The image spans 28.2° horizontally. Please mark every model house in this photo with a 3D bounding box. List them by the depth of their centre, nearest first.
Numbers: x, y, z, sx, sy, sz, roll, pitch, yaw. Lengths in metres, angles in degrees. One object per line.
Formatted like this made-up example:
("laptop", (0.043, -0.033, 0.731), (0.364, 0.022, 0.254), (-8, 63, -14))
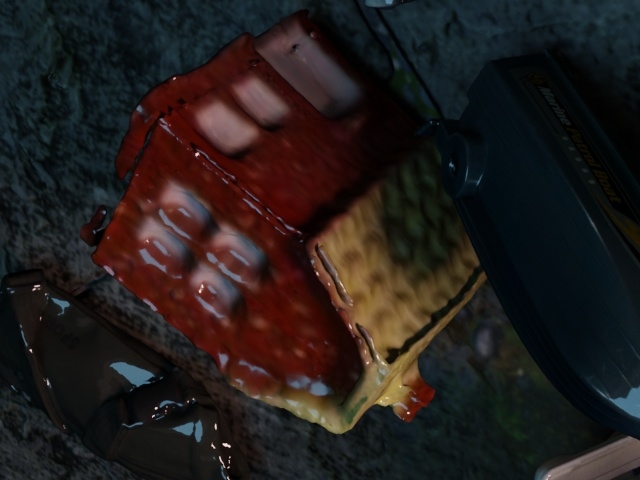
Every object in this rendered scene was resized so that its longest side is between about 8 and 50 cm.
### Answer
("model house", (0.000, 0.000, 0.863), (0.254, 0.196, 0.160), (44, 131, 7))

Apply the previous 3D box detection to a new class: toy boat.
("toy boat", (0.161, 0.011, 0.736), (0.296, 0.122, 0.114), (-113, 30, -45))

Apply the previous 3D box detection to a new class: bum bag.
("bum bag", (-0.198, 0.132, 1.148), (0.326, 0.079, 0.142), (29, 130, 20))

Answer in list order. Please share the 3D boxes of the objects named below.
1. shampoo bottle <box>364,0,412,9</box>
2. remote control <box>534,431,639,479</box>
("shampoo bottle", (0.017, -0.295, 0.777), (0.098, 0.071, 0.310), (2, 114, 34))
("remote control", (0.209, 0.277, 0.927), (0.055, 0.109, 0.313), (31, 135, 60))
